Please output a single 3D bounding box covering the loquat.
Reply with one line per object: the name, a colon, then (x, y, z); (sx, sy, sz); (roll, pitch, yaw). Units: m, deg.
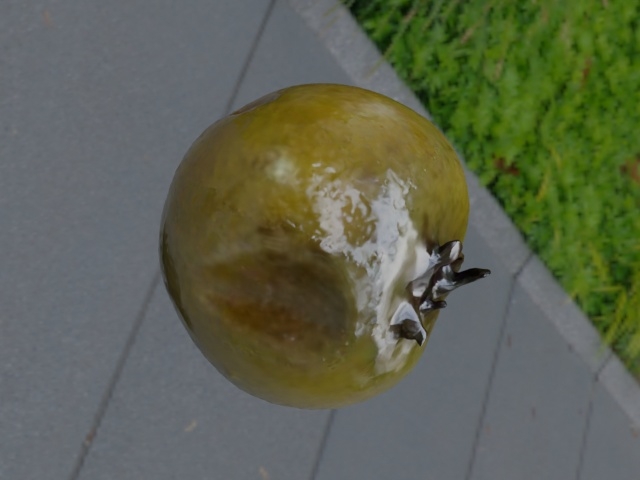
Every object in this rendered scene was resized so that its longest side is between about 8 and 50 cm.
loquat: (-0.003, 0.005, 0.707); (0.213, 0.213, 0.213); (11, 76, -51)
